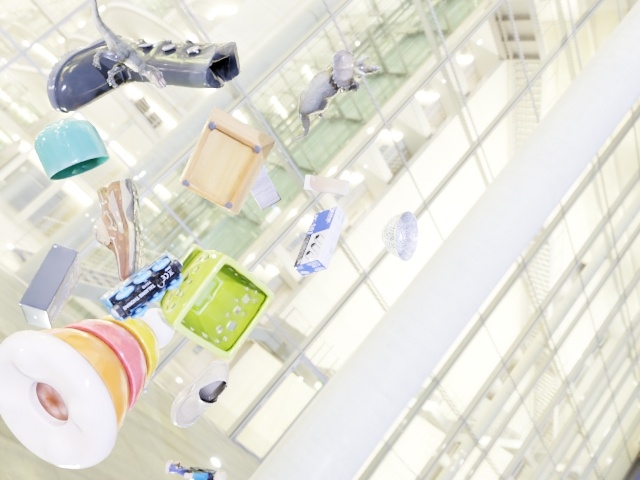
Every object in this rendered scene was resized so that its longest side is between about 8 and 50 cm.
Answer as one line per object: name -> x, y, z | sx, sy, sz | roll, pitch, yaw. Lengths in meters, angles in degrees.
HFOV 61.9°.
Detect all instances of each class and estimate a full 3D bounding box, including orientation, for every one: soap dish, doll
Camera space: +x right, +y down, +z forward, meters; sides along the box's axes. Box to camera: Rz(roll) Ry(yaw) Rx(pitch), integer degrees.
soap dish -> -0.313, -0.252, 1.743 | 0.229, 0.291, 0.118 | 28, 18, -5
doll -> -0.354, 0.670, 1.532 | 0.189, 0.046, 0.129 | 2, -22, 23

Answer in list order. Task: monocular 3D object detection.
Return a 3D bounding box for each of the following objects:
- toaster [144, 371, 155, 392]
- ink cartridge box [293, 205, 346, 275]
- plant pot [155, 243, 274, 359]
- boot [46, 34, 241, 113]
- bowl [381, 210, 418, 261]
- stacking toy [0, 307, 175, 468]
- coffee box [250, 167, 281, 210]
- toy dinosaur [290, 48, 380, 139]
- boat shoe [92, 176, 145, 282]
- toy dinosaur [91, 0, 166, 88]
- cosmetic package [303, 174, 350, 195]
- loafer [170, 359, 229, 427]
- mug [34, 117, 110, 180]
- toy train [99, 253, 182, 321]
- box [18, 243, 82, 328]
toaster -> -0.732, 0.494, 1.948 | 0.227, 0.146, 0.129 | 16, -48, -7
ink cartridge box -> 0.000, 0.000, 1.517 | 0.097, 0.207, 0.046 | -18, -52, 39
plant pot -> -0.306, 0.156, 1.466 | 0.207, 0.228, 0.227 | 22, -18, 46
boot -> -0.499, -0.475, 1.541 | 0.445, 0.367, 0.146 | 12, -39, 14
bowl -> 0.255, -0.016, 1.784 | 0.080, 0.170, 0.170 | 4, -37, 37
stacking toy -> -0.531, 0.299, 1.372 | 0.350, 0.480, 0.351 | 8, -68, 20
coffee box -> -0.267, -0.258, 2.172 | 0.141, 0.098, 0.246 | 56, -4, 37
toy dinosaur -> 0.006, -0.383, 1.360 | 0.121, 0.313, 0.160 | 58, 23, 3
boat shoe -> -0.559, -0.026, 1.473 | 0.123, 0.119, 0.324 | 96, -19, -58
toy dinosaur -> -0.509, -0.460, 1.341 | 0.064, 0.118, 0.268 | 23, -16, 37
cosmetic package -> 0.018, -0.151, 1.447 | 0.115, 0.041, 0.060 | 9, 8, 11
loafer -> -0.396, 0.515, 1.755 | 0.102, 0.268, 0.092 | 34, 6, -29
mug -> -0.525, -0.190, 1.107 | 0.157, 0.129, 0.097 | -17, -81, 44
toy train -> -0.387, 0.102, 1.169 | 0.105, 0.184, 0.080 | -3, -57, 49
box -> -0.997, 0.173, 1.988 | 0.103, 0.261, 0.184 | 17, -35, -5
